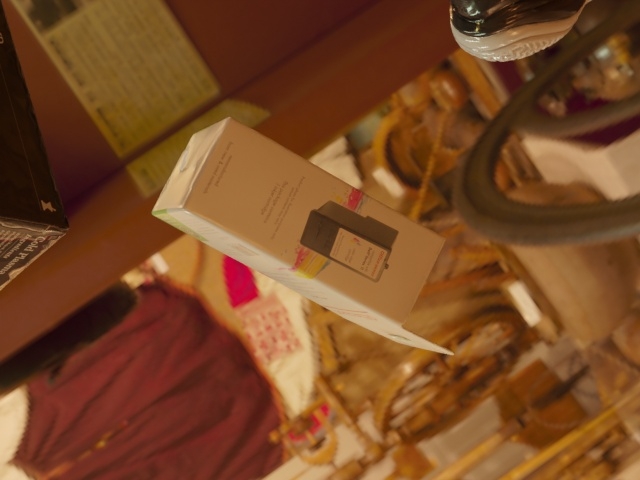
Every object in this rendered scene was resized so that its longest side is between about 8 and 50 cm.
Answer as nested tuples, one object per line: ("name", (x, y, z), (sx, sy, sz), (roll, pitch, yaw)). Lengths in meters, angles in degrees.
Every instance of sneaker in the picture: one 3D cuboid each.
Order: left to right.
("sneaker", (0.169, -0.258, 0.806), (0.101, 0.268, 0.153), (30, 164, 42))

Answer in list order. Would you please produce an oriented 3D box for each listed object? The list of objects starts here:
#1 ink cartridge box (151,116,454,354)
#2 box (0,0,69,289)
("ink cartridge box", (0.000, 0.000, 1.389), (0.353, 0.119, 0.207), (29, 171, -16))
("box", (-0.454, -0.126, 1.162), (0.313, 0.179, 0.343), (12, -131, -50))
